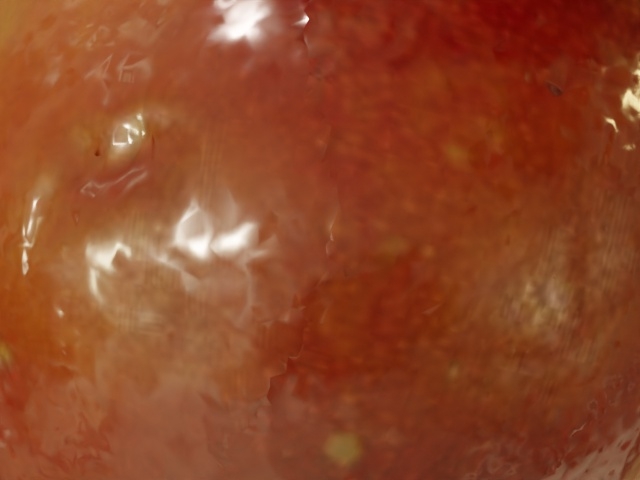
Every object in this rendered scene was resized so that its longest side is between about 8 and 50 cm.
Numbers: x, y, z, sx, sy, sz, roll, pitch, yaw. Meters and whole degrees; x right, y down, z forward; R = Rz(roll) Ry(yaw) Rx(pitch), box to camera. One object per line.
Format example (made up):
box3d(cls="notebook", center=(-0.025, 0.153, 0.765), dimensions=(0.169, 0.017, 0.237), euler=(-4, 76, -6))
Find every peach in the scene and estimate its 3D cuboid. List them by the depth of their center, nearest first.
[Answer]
box3d(cls="peach", center=(-0.016, 0.015, 0.564), dimensions=(0.406, 0.335, 0.310), euler=(5, 73, 30))
